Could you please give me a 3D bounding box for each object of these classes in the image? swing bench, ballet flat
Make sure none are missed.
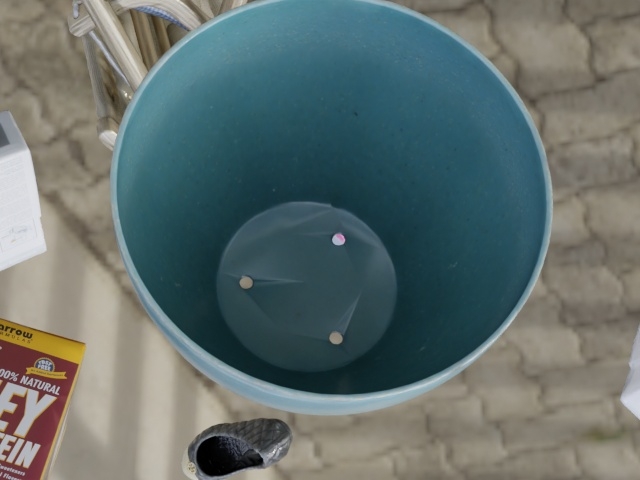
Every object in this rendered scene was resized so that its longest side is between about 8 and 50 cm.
[{"bbox_3d":[-0.145,-0.224,1.447,0.165,0.253,0.255,-11,139,-9],"label":"swing bench"},{"bbox_3d":[-0.095,0.218,1.726,0.173,0.049,0.057,-26,94,47],"label":"ballet flat"}]

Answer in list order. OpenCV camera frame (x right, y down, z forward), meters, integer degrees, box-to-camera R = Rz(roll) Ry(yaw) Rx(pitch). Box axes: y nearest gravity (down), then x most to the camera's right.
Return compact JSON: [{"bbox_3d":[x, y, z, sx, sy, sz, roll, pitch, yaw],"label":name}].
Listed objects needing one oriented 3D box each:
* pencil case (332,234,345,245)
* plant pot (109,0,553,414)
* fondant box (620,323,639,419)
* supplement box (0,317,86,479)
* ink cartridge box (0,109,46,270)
[{"bbox_3d":[0.067,0.013,1.752,0.124,0.113,0.273,-32,90,24],"label":"pencil case"},{"bbox_3d":[0.000,0.000,1.175,0.290,0.290,0.195,3,158,-4],"label":"plant pot"},{"bbox_3d":[0.314,0.092,0.625,0.330,0.096,0.238,42,134,-15],"label":"fondant box"},{"bbox_3d":[-0.299,0.189,1.443,0.129,0.191,0.194,17,149,-5],"label":"supplement box"},{"bbox_3d":[-0.372,-0.022,1.640,0.189,0.066,0.232,-24,163,-14],"label":"ink cartridge box"}]
